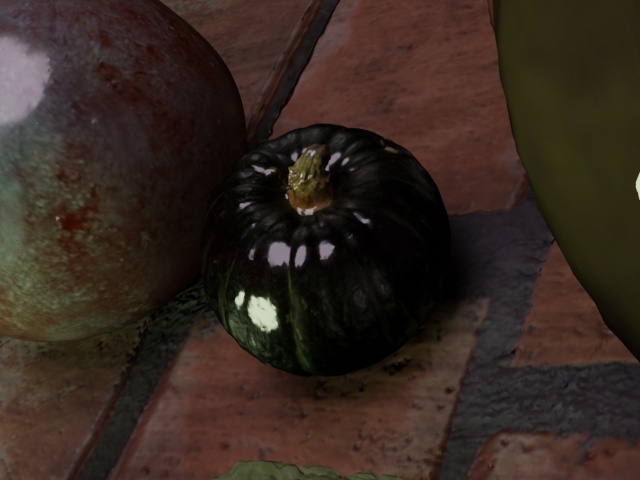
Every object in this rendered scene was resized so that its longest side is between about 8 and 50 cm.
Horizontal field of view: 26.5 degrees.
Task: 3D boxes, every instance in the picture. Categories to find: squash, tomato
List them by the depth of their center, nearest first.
[{"bbox_3d":[0.001,0.004,0.971,0.193,0.156,0.193,-8,66,19],"label":"squash"},{"bbox_3d":[-0.216,-0.071,1.139,0.317,0.282,0.316,-15,63,32],"label":"tomato"}]

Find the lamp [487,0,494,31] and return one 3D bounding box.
[{"bbox_3d":[0.251,-0.210,0.911,0.305,0.239,0.305,-23,39,20],"label":"lamp"}]

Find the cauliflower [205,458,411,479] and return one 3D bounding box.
[{"bbox_3d":[-0.002,0.238,0.675,0.275,0.272,0.250,-7,76,55],"label":"cauliflower"}]

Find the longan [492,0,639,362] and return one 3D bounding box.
[{"bbox_3d":[0.277,-0.101,0.601,0.404,0.436,0.404,-18,12,4],"label":"longan"}]
